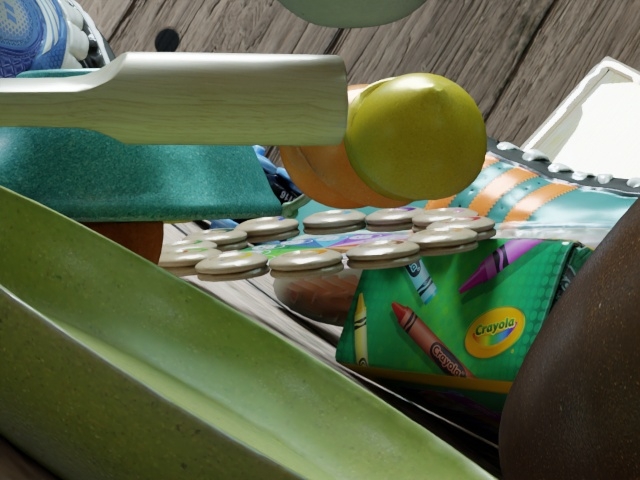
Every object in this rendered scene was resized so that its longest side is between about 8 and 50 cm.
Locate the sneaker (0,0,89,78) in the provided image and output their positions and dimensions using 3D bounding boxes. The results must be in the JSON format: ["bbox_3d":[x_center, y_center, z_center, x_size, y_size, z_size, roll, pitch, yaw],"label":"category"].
[{"bbox_3d":[-0.289,-0.185,1.084,0.330,0.129,0.147,32,0,24],"label":"sneaker"}]

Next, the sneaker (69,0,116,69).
[{"bbox_3d":[-0.188,-0.112,1.205,0.108,0.100,0.271,36,-1,-37],"label":"sneaker"}]

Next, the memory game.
[{"bbox_3d":[0.000,0.000,0.955,0.186,0.012,0.186,-5,7,1],"label":"memory game"}]

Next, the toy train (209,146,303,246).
[{"bbox_3d":[-0.047,-0.029,1.463,0.184,0.080,0.105,29,-3,-37],"label":"toy train"}]

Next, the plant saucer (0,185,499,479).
[{"bbox_3d":[-0.029,0.050,0.510,0.241,0.037,0.241,31,2,-1],"label":"plant saucer"}]

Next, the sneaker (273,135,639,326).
[{"bbox_3d":[0.118,-0.017,1.115,0.302,0.121,0.108,-1,-29,23],"label":"sneaker"}]

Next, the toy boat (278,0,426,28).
[{"bbox_3d":[-0.122,-0.113,0.557,0.318,0.148,0.267,-12,2,-2],"label":"toy boat"}]

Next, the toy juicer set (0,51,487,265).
[{"bbox_3d":[-0.046,-0.019,0.679,0.209,0.089,0.329,0,2,10],"label":"toy juicer set"}]

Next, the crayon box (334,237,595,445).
[{"bbox_3d":[0.167,0.088,1.031,0.278,0.081,0.165,29,-16,-33],"label":"crayon box"}]

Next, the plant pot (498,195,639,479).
[{"bbox_3d":[0.168,0.060,0.690,0.215,0.215,0.230,30,-26,-13],"label":"plant pot"}]

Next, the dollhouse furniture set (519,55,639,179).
[{"bbox_3d":[0.233,0.102,1.364,0.362,0.256,0.394,33,-18,38],"label":"dollhouse furniture set"}]
